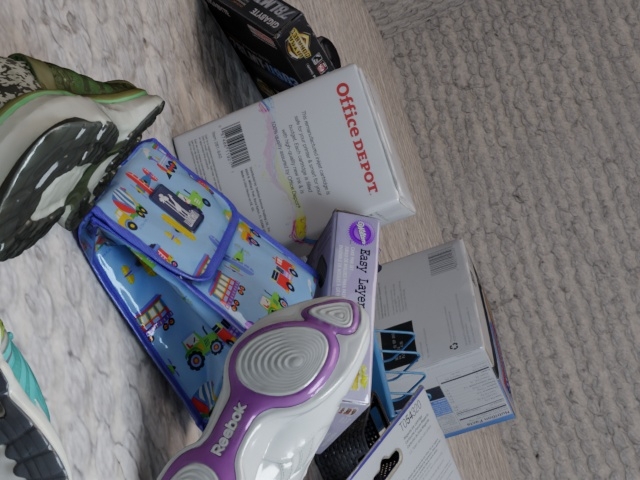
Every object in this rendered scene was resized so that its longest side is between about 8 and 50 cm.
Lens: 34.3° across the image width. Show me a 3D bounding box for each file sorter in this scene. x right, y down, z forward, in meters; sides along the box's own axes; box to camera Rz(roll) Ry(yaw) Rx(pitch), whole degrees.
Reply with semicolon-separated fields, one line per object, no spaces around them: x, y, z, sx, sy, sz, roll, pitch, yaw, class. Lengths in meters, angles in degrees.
0.116;0.250;1.772;0.104;0.118;0.170;6;54;-27;file sorter

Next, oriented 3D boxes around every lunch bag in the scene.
-0.154;0.023;1.152;0.293;0.138;0.221;49;23;-16;lunch bag

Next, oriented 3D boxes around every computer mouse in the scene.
-0.029;-0.389;2.364;0.189;0.072;0.272;68;25;-14;computer mouse

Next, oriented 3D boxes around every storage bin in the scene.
0.059;0.323;1.588;0.180;0.084;0.122;-61;129;-74;storage bin

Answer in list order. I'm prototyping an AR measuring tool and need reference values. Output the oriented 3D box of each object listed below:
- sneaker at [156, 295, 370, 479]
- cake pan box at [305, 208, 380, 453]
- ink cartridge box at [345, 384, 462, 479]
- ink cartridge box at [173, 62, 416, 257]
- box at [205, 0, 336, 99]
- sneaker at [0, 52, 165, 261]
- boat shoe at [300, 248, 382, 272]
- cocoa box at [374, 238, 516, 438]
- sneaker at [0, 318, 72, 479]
-0.054;0.188;1.033;0.114;0.305;0.152;31;-13;27;sneaker
0.007;0.127;1.330;0.267;0.070;0.246;118;-19;-61;cake pan box
0.112;0.423;1.445;0.324;0.071;0.330;-39;109;-52;ink cartridge box
-0.034;-0.088;1.409;0.117;0.278;0.201;27;44;-70;ink cartridge box
-0.066;-0.313;1.804;0.295;0.073;0.293;40;-10;45;box
-0.254;-0.111;0.879;0.182;0.158;0.410;38;3;-5;sneaker
-0.021;-0.057;1.676;0.127;0.158;0.340;-93;158;-52;boat shoe
0.249;0.213;2.186;0.347;0.231;0.228;-93;159;-51;cocoa box
-0.257;0.080;0.720;0.110;0.107;0.275;-136;-154;-74;sneaker
